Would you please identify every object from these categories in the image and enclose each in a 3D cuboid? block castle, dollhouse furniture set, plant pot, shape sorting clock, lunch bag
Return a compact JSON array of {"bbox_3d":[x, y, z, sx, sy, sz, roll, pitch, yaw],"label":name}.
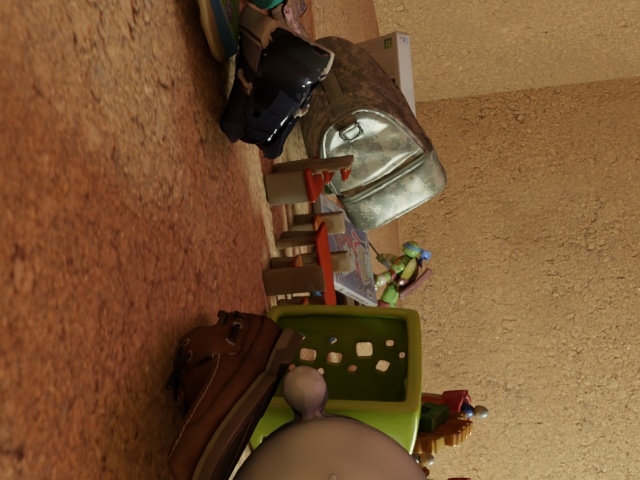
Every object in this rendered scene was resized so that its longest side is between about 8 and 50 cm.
[{"bbox_3d":[0.208,0.498,1.520,0.453,0.212,0.303,-9,98,-61],"label":"block castle"},{"bbox_3d":[0.000,0.000,1.175,0.262,0.135,0.259,-66,150,-68],"label":"dollhouse furniture set"},{"bbox_3d":[0.026,0.236,1.008,0.227,0.228,0.207,-75,163,-62],"label":"plant pot"},{"bbox_3d":[-0.132,-0.321,0.879,0.206,0.040,0.206,-5,90,-84],"label":"shape sorting clock"},{"bbox_3d":[0.067,-0.212,1.333,0.256,0.212,0.305,54,13,-40],"label":"lunch bag"}]

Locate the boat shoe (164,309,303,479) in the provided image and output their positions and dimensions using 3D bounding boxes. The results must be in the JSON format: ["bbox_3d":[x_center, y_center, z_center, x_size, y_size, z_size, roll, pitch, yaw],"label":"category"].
[{"bbox_3d":[-0.101,0.143,0.695,0.111,0.104,0.307,-63,177,8],"label":"boat shoe"}]

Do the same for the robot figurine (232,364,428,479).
[{"bbox_3d":[0.007,0.274,0.713,0.353,0.199,0.300,95,-20,-79],"label":"robot figurine"}]

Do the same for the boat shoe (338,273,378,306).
[{"bbox_3d":[0.081,0.084,1.638,0.095,0.095,0.258,-99,178,-49],"label":"boat shoe"}]

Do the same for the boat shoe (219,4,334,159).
[{"bbox_3d":[-0.080,-0.216,0.978,0.158,0.127,0.340,-61,-166,13],"label":"boat shoe"}]

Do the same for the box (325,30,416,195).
[{"bbox_3d":[0.099,-0.268,1.580,0.058,0.232,0.322,-4,90,-49],"label":"box"}]

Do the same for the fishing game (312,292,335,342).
[{"bbox_3d":[0.018,0.133,1.466,0.264,0.041,0.189,-62,145,-75],"label":"fishing game"}]

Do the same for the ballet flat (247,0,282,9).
[{"bbox_3d":[-0.084,-0.418,0.998,0.096,0.095,0.280,61,-5,2],"label":"ballet flat"}]

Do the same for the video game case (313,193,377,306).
[{"bbox_3d":[0.052,0.022,1.498,0.183,0.023,0.201,31,45,-47],"label":"video game case"}]

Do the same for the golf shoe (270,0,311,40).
[{"bbox_3d":[-0.062,-0.370,1.258,0.086,0.069,0.176,3,78,-59],"label":"golf shoe"}]

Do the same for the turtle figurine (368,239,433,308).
[{"bbox_3d":[0.163,0.109,2.072,0.198,0.274,0.266,-130,-129,-70],"label":"turtle figurine"}]
